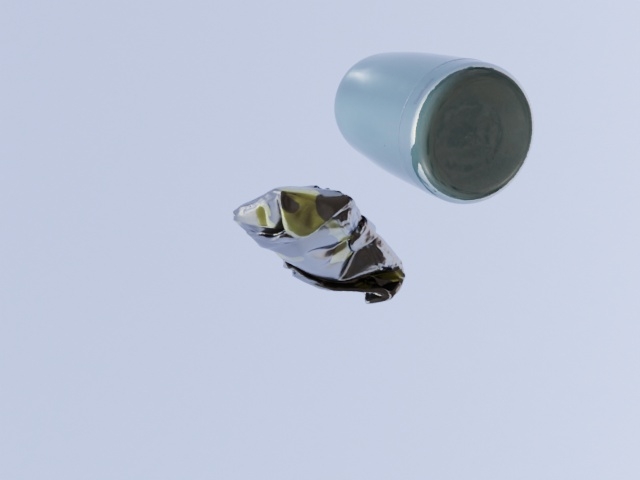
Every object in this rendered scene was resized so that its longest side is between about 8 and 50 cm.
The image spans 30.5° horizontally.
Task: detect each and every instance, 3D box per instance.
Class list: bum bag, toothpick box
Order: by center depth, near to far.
[{"bbox_3d":[0.000,0.000,1.004,0.107,0.232,0.060,-3,-111,18],"label":"bum bag"},{"bbox_3d":[0.090,-0.108,1.037,0.120,0.184,0.120,-8,-72,-26],"label":"toothpick box"}]
